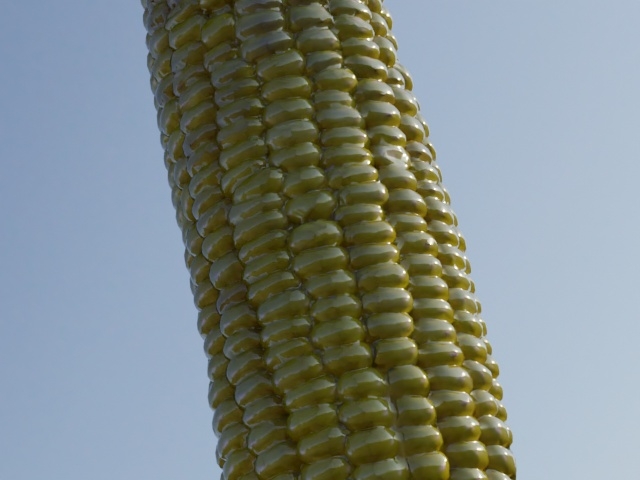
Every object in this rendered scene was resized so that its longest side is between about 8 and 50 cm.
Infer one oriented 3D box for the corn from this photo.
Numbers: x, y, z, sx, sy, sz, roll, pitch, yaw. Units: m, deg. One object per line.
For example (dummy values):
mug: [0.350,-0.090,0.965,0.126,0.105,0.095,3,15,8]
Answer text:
corn: [0.000,0.000,0.589,0.093,0.244,0.093,-10,-23,-4]
